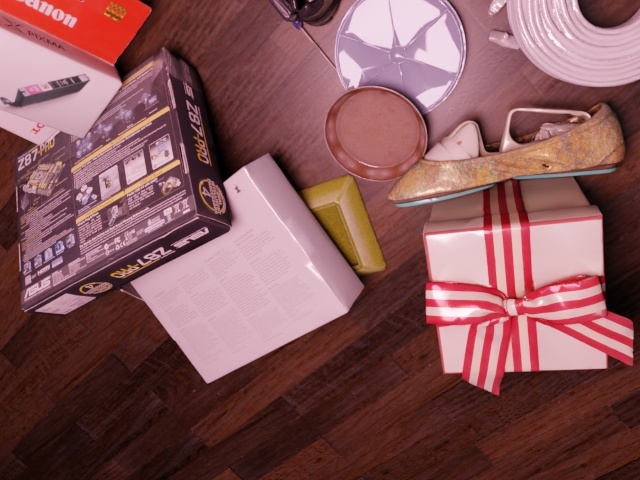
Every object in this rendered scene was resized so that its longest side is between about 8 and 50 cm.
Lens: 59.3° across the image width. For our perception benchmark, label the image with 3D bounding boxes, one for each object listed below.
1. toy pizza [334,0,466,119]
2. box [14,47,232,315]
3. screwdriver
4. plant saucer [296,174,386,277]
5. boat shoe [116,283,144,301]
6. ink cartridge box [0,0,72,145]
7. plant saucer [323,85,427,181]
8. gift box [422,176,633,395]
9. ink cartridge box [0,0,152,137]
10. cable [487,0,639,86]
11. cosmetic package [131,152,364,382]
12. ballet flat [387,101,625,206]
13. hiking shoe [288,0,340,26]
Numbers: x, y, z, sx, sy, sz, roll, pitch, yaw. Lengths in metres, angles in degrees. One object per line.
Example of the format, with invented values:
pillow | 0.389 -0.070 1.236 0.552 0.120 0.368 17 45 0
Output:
toy pizza | 0.121 -0.288 0.866 0.201 0.032 0.201 7 117 13
box | -0.355 -0.087 0.952 0.394 0.097 0.319 -26 68 22
screwdriver | -0.022 -0.331 0.902 0.024 0.025 0.170 -38 106 24
plant saucer | 0.000 0.000 1.006 0.188 0.045 0.188 -16 106 20
boat shoe | -0.422 0.062 1.128 0.223 0.073 0.080 36 116 0
ink cartridge box | -0.509 -0.303 0.887 0.201 0.278 0.117 -35 58 17
plant saucer | 0.089 -0.173 0.904 0.168 0.029 0.169 11 132 13
gift box | 0.297 0.066 0.835 0.255 0.258 0.277 -11 107 19
ink cartridge box | -0.411 -0.291 0.807 0.239 0.275 0.060 -43 56 23
cable | 0.383 -0.337 0.746 0.257 0.089 0.257 28 115 3
cosmetic package | -0.153 0.065 1.011 0.377 0.097 0.284 -31 99 33
ballet flat | 0.266 -0.135 0.845 0.348 0.123 0.123 -9 108 12
hiking shoe | 0.014 -0.419 0.799 0.086 0.114 0.227 20 115 6
